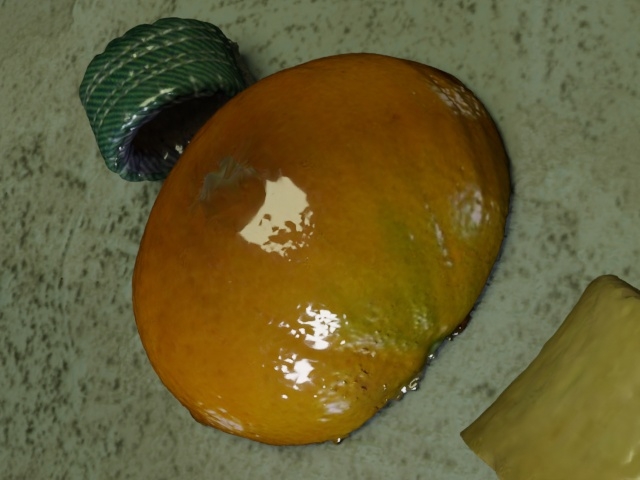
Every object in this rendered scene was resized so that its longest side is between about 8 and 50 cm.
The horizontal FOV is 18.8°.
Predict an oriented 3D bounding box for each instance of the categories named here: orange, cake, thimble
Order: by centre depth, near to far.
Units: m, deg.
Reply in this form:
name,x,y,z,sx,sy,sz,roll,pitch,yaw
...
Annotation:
name,x,y,z,sx,sy,sz,roll,pitch,yaw
cake,0.195,0.231,1.151,0.332,0.332,0.321,39,91,35
orange,-0.002,-0.004,1.497,0.310,0.274,0.274,-29,55,-16
thimble,-0.127,-0.118,1.593,0.135,0.118,0.090,-33,60,18
